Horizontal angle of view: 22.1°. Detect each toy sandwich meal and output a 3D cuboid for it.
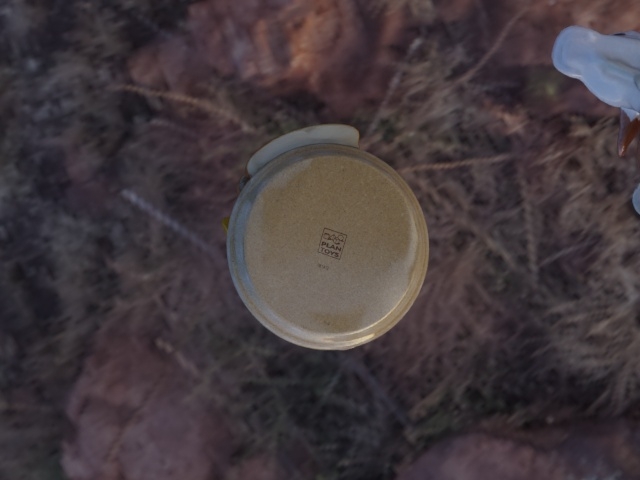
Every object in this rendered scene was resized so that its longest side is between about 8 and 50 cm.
[{"bbox_3d":[0.000,0.000,0.614,0.085,0.086,0.029,62,167,-2],"label":"toy sandwich meal"}]

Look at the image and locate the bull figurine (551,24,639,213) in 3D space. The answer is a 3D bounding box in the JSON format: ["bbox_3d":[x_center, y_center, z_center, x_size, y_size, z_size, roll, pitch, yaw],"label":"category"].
[{"bbox_3d":[0.245,-0.016,0.940,0.101,0.188,0.310,-41,82,21],"label":"bull figurine"}]
